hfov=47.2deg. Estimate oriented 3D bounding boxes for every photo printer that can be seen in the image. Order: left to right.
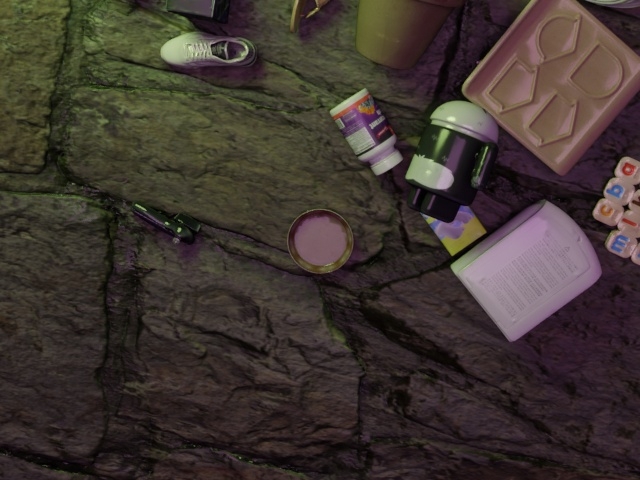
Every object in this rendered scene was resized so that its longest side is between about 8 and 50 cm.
[{"bbox_3d":[0.519,0.067,1.819,0.307,0.107,0.256,-39,98,10],"label":"photo printer"}]

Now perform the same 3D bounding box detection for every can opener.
[{"bbox_3d":[-0.401,-0.045,1.876,0.186,0.073,0.059,24,141,1],"label":"can opener"}]

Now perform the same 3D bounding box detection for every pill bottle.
[{"bbox_3d":[0.116,-0.258,1.767,0.108,0.108,0.193,-32,100,9],"label":"pill bottle"}]

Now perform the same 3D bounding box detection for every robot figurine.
[{"bbox_3d":[0.307,-0.185,1.711,0.209,0.173,0.278,23,96,18],"label":"robot figurine"}]

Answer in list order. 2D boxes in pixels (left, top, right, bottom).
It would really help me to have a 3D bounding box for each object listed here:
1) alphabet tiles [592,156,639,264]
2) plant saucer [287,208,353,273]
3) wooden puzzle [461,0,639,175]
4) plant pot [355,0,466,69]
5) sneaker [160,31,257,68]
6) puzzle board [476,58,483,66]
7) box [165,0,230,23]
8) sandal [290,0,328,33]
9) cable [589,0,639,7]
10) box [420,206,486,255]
[{"bbox_3d":[0.830,-0.078,1.814,0.278,0.021,0.284,24,103,-3],"label":"alphabet tiles"},{"bbox_3d":[0.000,0.000,1.871,0.168,0.029,0.168,1,103,3],"label":"plant saucer"},{"bbox_3d":[0.551,-0.377,1.730,0.348,0.080,0.322,37,100,-12],"label":"wooden puzzle"},{"bbox_3d":[0.185,-0.518,1.653,0.263,0.263,0.229,18,120,-1],"label":"plant pot"},{"bbox_3d":[-0.271,-0.456,1.752,0.235,0.095,0.090,-2,104,5],"label":"sneaker"},{"bbox_3d":[0.442,-0.387,1.771,0.096,0.011,0.128,-19,100,7],"label":"puzzle board"},{"bbox_3d":[-0.269,-0.582,1.665,0.108,0.207,0.153,10,104,1],"label":"box"},{"bbox_3d":[-0.001,-0.594,1.709,0.079,0.088,0.240,17,98,5],"label":"sandal"},{"bbox_3d":[0.614,-0.598,1.593,0.257,0.257,0.089,25,90,-7],"label":"cable"},{"bbox_3d":[0.321,-0.064,1.834,0.109,0.042,0.178,-36,99,9],"label":"box"}]
